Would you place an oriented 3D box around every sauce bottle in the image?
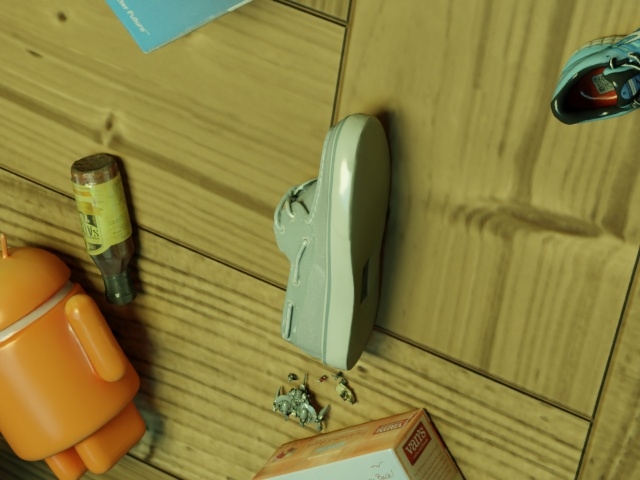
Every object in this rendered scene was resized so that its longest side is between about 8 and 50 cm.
[{"bbox_3d":[-0.175,-0.007,1.532,0.042,0.042,0.128,6,119,29],"label":"sauce bottle"}]

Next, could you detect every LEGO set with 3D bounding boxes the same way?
[{"bbox_3d":[-0.011,0.133,1.528,0.054,0.023,0.083,46,131,-1],"label":"LEGO set"}]

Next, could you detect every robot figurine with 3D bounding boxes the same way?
[{"bbox_3d":[-0.241,0.099,1.582,0.219,0.128,0.158,59,170,-12],"label":"robot figurine"}]

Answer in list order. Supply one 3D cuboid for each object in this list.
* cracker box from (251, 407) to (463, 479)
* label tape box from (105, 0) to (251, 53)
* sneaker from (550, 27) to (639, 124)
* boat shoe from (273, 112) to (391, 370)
[{"bbox_3d":[0.065,0.262,1.533,0.156,0.067,0.232,-18,108,37],"label":"cracker box"},{"bbox_3d":[-0.052,-0.300,1.207,0.348,0.115,0.249,-22,113,38],"label":"label tape box"},{"bbox_3d":[0.217,-0.110,1.203,0.162,0.073,0.063,-27,102,40],"label":"sneaker"},{"bbox_3d":[0.000,0.000,1.402,0.081,0.079,0.227,17,129,17],"label":"boat shoe"}]
